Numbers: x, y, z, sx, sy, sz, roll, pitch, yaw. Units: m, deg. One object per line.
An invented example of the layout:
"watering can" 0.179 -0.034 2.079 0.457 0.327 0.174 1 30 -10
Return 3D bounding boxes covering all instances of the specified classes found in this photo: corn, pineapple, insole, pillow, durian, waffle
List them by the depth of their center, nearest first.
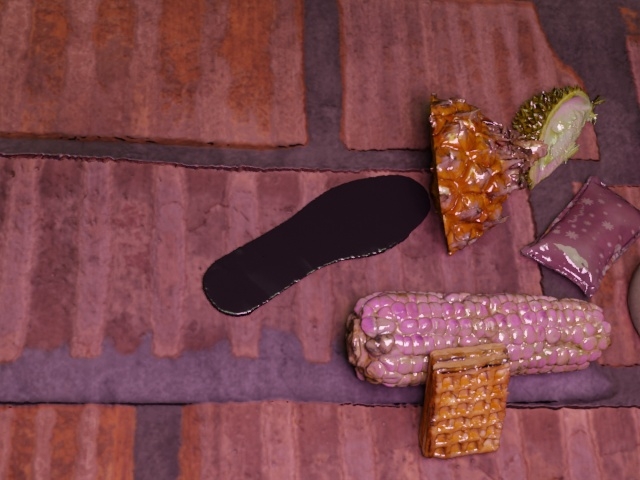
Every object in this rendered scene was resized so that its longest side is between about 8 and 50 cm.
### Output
"waffle" 0.173 0.194 1.144 0.102 0.148 0.042 -6 33 -12
"corn" 0.195 0.116 1.199 0.335 0.127 0.127 -3 65 -12
"pineapple" 0.221 -0.118 1.280 0.164 0.140 0.250 -1 61 16
"insole" 0.000 0.000 1.286 0.348 0.009 0.119 -29 70 -20
"pillow" 0.377 -0.010 1.327 0.118 0.043 0.185 39 65 13
"durian" 0.344 -0.173 1.399 0.215 0.086 0.100 -49 113 -22

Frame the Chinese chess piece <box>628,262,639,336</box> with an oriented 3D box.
"Chinese chess piece" 0.511 0.085 1.283 0.188 0.083 0.188 2 64 -4
